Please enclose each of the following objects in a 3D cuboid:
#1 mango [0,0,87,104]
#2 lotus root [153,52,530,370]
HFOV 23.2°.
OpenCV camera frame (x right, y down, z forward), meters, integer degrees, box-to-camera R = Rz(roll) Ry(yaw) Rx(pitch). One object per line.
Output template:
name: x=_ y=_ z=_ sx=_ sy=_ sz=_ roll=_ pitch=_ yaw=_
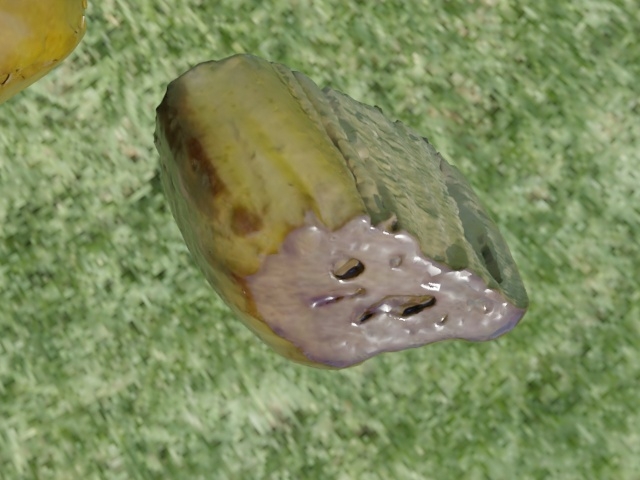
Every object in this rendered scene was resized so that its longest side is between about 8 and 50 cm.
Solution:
mango: x=-0.189 y=-0.053 z=0.496 sx=0.248 sy=0.156 sz=0.151 roll=-22 pitch=160 yaw=-34
lotus root: x=0.002 y=0.000 z=0.628 sx=0.159 sy=0.135 sz=0.095 roll=22 pitch=113 yaw=-29
